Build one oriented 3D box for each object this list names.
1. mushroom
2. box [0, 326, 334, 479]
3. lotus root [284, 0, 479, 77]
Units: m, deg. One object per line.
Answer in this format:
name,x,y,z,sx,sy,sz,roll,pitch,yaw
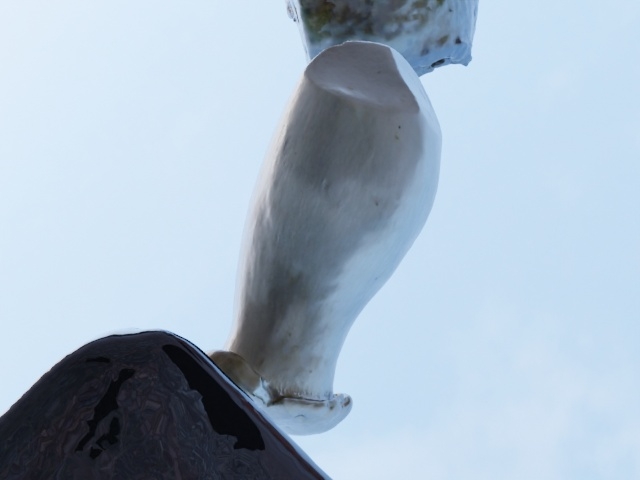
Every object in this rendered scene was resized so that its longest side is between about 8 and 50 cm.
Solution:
mushroom,0.001,0.001,0.569,0.088,0.097,0.212,24,-92,17
box,-0.072,0.216,0.395,0.289,0.073,0.290,45,-108,-6
lotus root,0.026,-0.284,0.894,0.210,0.142,0.314,-23,-114,-19
